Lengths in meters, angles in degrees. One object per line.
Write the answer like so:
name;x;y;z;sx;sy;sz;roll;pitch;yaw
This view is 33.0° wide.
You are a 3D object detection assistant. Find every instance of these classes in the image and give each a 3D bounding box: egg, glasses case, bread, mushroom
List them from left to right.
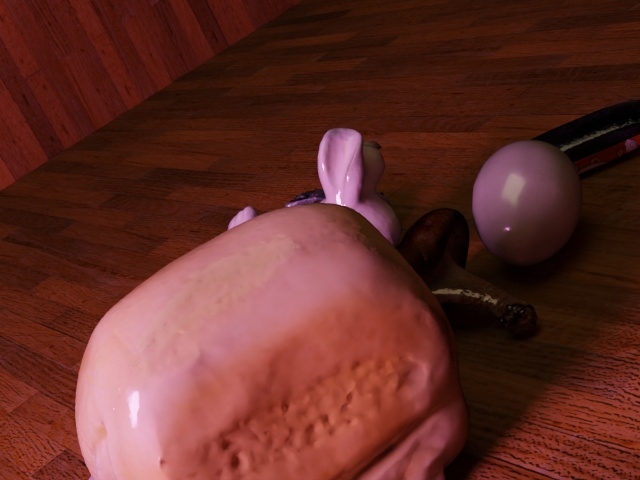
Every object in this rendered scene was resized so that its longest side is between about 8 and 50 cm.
bread;-0.064;0.160;1.132;0.376;0.348;0.253;-35;27;-17
mushroom;0.193;0.063;1.407;0.217;0.148;0.227;14;52;32
egg;0.282;-0.050;1.485;0.151;0.151;0.209;-13;32;30
glasses case;0.400;-0.146;1.679;0.266;0.067;0.103;-23;21;9

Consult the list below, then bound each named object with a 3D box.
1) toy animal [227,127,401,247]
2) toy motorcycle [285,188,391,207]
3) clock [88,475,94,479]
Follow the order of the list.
toy animal;0.005;0.005;1.570;0.182;0.247;0.310;-10;-19;-47
toy motorcycle;0.007;-0.030;1.786;0.270;0.106;0.159;-19;13;-26
clock;-0.214;0.325;1.302;0.192;0.071;0.147;-15;25;25
